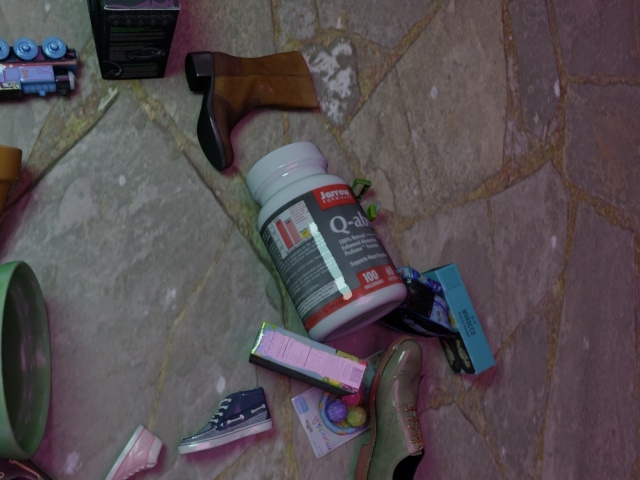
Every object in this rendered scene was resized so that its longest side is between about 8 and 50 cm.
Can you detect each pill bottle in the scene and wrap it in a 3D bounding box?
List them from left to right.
[{"bbox_3d":[0.000,0.000,1.132,0.210,0.210,0.363,-20,72,-24],"label":"pill bottle"}]

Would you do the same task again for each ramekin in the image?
[{"bbox_3d":[-0.526,0.188,0.875,0.148,0.303,0.304,-5,81,-14],"label":"ramekin"}]

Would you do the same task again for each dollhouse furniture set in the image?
[{"bbox_3d":[0.096,-0.061,1.261,0.076,0.059,0.152,11,50,-18],"label":"dollhouse furniture set"}]

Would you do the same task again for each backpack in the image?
[{"bbox_3d":[0.203,0.143,1.240,0.173,0.158,0.117,26,67,-25],"label":"backpack"}]

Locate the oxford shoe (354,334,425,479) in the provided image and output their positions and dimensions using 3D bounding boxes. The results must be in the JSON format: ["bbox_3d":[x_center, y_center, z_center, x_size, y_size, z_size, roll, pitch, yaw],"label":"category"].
[{"bbox_3d":[0.172,0.370,1.154,0.122,0.130,0.349,7,92,-38],"label":"oxford shoe"}]

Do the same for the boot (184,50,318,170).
[{"bbox_3d":[-0.136,-0.290,1.252,0.280,0.096,0.264,-9,75,-30],"label":"boot"}]

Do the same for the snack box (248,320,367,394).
[{"bbox_3d":[-0.031,0.233,1.097,0.207,0.174,0.070,21,71,-3],"label":"snack box"}]

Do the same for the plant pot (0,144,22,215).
[{"bbox_3d":[-0.620,-0.073,0.952,0.205,0.205,0.188,5,93,-20],"label":"plant pot"}]

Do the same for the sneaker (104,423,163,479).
[{"bbox_3d":[-0.336,0.410,1.030,0.070,0.051,0.134,34,65,-6],"label":"sneaker"}]

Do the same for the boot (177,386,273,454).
[{"bbox_3d":[-0.189,0.345,1.100,0.189,0.069,0.086,-8,75,-31],"label":"boot"}]

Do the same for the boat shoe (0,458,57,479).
[{"bbox_3d":[-0.517,0.411,0.934,0.324,0.096,0.117,40,68,-10],"label":"boat shoe"}]

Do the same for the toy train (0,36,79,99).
[{"bbox_3d":[-0.554,-0.325,1.085,0.184,0.080,0.105,-10,92,-25],"label":"toy train"}]

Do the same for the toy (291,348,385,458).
[{"bbox_3d":[0.074,0.342,1.202,0.237,0.056,0.137,-24,88,-24],"label":"toy"}]

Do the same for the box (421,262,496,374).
[{"bbox_3d":[0.304,0.180,1.302,0.060,0.100,0.244,-20,87,-22],"label":"box"}]

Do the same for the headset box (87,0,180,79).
[{"bbox_3d":[-0.365,-0.480,1.076,0.131,0.283,0.247,-10,83,-23],"label":"headset box"}]

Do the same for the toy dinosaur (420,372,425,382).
[{"bbox_3d":[0.194,0.279,1.263,0.082,0.047,0.090,38,58,24],"label":"toy dinosaur"}]
